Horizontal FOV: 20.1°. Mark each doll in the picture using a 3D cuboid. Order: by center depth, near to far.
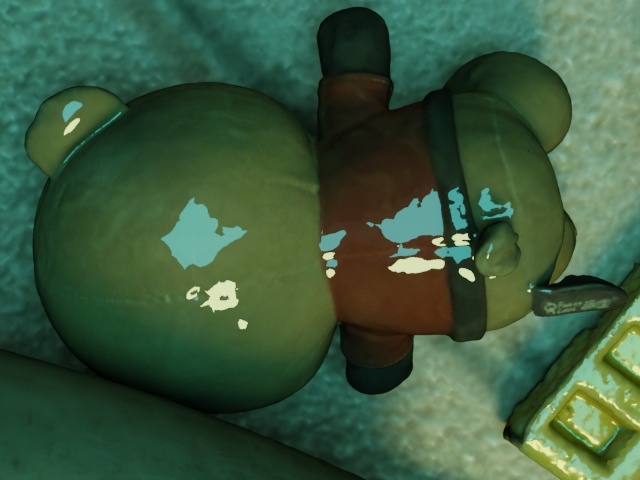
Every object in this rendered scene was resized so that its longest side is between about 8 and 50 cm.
[{"bbox_3d":[0.000,0.000,1.038,0.330,0.174,0.235,-9,113,-3],"label":"doll"}]

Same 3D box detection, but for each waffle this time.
[{"bbox_3d":[0.273,0.097,1.137,0.221,0.055,0.248,38,94,-9],"label":"waffle"}]

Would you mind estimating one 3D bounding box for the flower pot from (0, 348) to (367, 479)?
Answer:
[{"bbox_3d":[-0.082,0.226,0.962,0.330,0.293,0.293,15,99,-6],"label":"flower pot"}]
